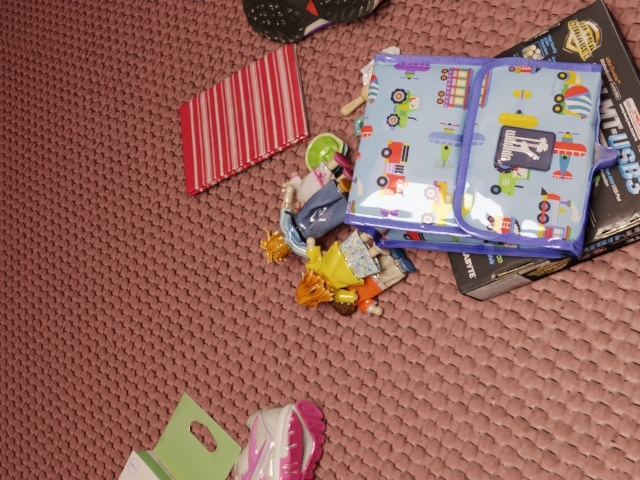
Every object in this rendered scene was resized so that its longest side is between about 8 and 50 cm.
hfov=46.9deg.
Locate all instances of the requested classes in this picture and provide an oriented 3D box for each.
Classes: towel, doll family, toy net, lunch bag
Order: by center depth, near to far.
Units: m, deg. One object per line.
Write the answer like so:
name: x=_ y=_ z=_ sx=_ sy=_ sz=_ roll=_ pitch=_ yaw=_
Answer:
lunch bag: x=0.202 y=-0.098 z=0.889 sx=0.293 sy=0.138 sz=0.221 roll=5 pitch=79 yaw=25
doll family: x=0.000 y=0.000 z=1.062 sx=0.163 sy=0.118 sz=0.263 roll=-38 pitch=71 yaw=24
toy net: x=0.069 y=-0.194 z=1.130 sx=0.122 sy=0.045 sz=0.232 roll=28 pitch=95 yaw=38
towel: x=-0.141 y=-0.209 z=1.299 sx=0.275 sy=0.031 sz=0.199 roll=-22 pitch=64 yaw=28

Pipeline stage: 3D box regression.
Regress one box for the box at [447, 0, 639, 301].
box: x=0.277 y=-0.109 z=0.940 sx=0.293 sy=0.073 sz=0.295 roll=-26 pitch=64 yaw=28

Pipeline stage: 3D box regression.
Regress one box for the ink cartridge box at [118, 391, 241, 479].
ink cartridge box: x=-0.245 y=0.392 z=1.202 sx=0.171 sy=0.056 sz=0.235 roll=32 pitch=100 yaw=38

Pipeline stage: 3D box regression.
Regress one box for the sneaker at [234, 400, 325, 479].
sneaker: x=-0.067 y=0.356 z=1.060 sx=0.111 sy=0.103 sz=0.252 roll=-5 pitch=69 yaw=39

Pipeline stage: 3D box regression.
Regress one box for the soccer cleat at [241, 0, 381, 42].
soccer cleat: x=-0.003 y=-0.405 z=1.218 sx=0.318 sy=0.108 sz=0.116 roll=3 pitch=38 yaw=47
